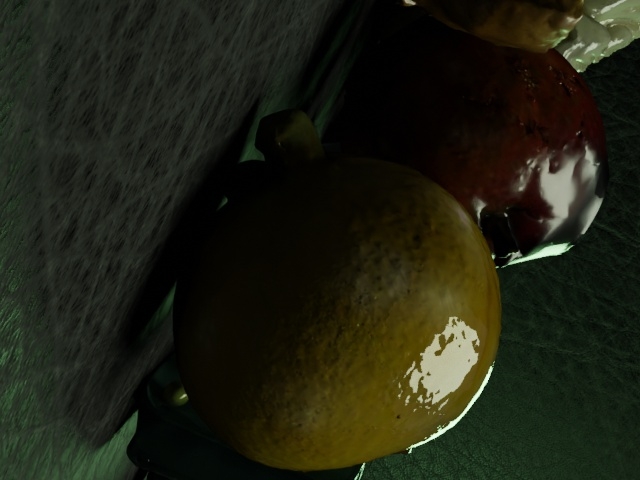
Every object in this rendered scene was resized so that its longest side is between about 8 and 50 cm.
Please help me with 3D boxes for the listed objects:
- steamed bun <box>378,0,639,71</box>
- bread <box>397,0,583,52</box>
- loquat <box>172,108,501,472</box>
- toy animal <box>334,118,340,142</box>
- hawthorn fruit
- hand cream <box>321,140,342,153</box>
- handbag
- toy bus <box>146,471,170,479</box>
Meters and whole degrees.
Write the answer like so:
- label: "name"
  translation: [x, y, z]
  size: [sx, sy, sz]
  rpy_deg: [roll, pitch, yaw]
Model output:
- label: "steamed bun"
  translation: [0.238, -0.307, 1.735]
  size: [0.367, 0.255, 0.342]
  rpy_deg: [-24, -176, 26]
- label: "bread"
  translation: [0.156, -0.309, 1.321]
  size: [0.340, 0.179, 0.194]
  rpy_deg: [-96, -154, -68]
- label: "loquat"
  translation: [0.008, 0.045, 1.285]
  size: [0.328, 0.328, 0.360]
  rpy_deg: [-52, 130, -65]
- label: "toy animal"
  translation: [0.121, -0.083, 1.963]
  size: [0.213, 0.212, 0.267]
  rpy_deg: [-58, 149, -39]
- label: "hawthorn fruit"
  translation: [0.176, -0.108, 1.490]
  size: [0.316, 0.316, 0.316]
  rpy_deg: [-60, 176, -8]
- label: "hand cream"
  translation: [0.111, -0.099, 1.741]
  size: [0.270, 0.120, 0.061]
  rpy_deg: [17, 78, -43]
- label: "handbag"
  translation: [-0.066, 0.199, 1.544]
  size: [0.274, 0.268, 0.100]
  rpy_deg: [-51, 161, -65]
- label: "toy bus"
  translation: [-0.104, 0.277, 1.916]
  size: [0.344, 0.183, 0.199]
  rpy_deg: [-61, -147, 8]
